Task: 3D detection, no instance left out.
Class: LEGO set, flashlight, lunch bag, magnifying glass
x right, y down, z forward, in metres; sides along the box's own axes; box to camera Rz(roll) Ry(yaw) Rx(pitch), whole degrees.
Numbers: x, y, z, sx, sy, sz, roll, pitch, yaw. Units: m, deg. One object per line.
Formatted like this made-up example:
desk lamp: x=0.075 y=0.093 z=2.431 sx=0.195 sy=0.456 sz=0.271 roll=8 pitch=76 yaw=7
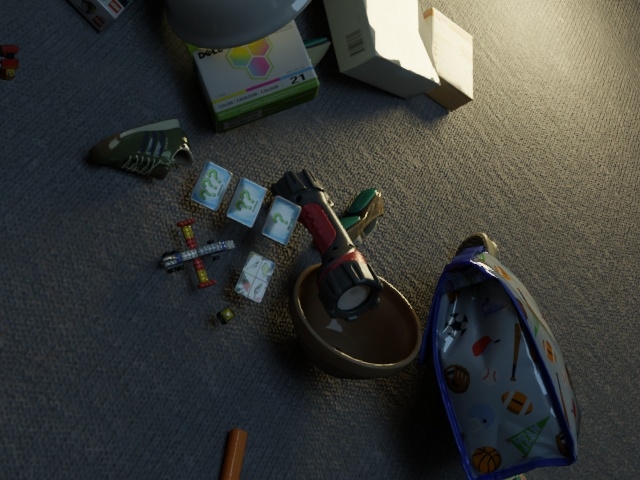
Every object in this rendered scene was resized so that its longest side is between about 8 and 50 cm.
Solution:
LEGO set: x=-0.145 y=0.005 z=1.668 sx=0.183 sy=0.060 sz=0.244 roll=27 pitch=67 yaw=-14
flashlight: x=0.000 y=0.000 z=1.754 sx=0.304 sy=0.103 sz=0.103 roll=58 pitch=4 yaw=39
lunch bag: x=0.311 y=0.206 z=1.883 sx=0.328 sy=0.239 sz=0.385 roll=-17 pitch=90 yaw=-77
magnifying glass: x=-0.141 y=0.393 z=1.551 sx=0.092 sy=0.026 sz=0.230 roll=31 pitch=50 yaw=-31

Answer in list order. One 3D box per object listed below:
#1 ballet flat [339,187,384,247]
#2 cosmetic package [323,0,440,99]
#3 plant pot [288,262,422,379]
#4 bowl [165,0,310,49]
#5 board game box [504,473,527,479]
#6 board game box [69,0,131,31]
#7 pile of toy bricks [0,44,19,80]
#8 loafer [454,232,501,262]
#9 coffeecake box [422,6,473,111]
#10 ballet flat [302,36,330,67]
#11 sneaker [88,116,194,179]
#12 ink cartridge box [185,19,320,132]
ballet flat: x=0.066 y=-0.025 z=1.938 sx=0.206 sy=0.073 sz=0.067 roll=-43 pitch=118 yaw=-44
cosmetic package: x=0.108 y=-0.503 z=2.149 sx=0.284 sy=0.098 sz=0.377 roll=7 pitch=67 yaw=-55
plant pot: x=0.044 y=0.157 z=1.761 sx=0.237 sy=0.109 sz=0.237 roll=19 pitch=36 yaw=-15
bowl: x=-0.152 y=-0.473 z=1.734 sx=0.134 sy=0.298 sz=0.297 roll=57 pitch=33 yaw=-52
board game box: x=0.346 y=0.549 z=1.961 sx=0.212 sy=0.039 sz=0.160 roll=-15 pitch=83 yaw=-47
board game box: x=-0.413 y=-0.510 z=1.695 sx=0.305 sy=0.053 sz=0.193 roll=45 pitch=44 yaw=-20
pile of toy bricks: x=-0.514 y=-0.219 z=1.427 sx=0.212 sy=0.118 sz=0.105 roll=-18 pitch=116 yaw=-57
loafer: x=0.336 y=0.118 z=2.124 sx=0.092 sy=0.102 sz=0.268 roll=11 pitch=73 yaw=-44
coffeecake box: x=0.273 y=-0.407 z=2.333 sx=0.142 sy=0.068 sz=0.185 roll=27 pitch=53 yaw=-34
ballet flat: x=-0.069 y=-0.332 z=1.953 sx=0.248 sy=0.086 sz=0.086 roll=-20 pitch=85 yaw=-47
sneaker: x=-0.272 y=-0.135 z=1.644 sx=0.192 sy=0.064 sz=0.086 roll=-27 pitch=86 yaw=-52
ink cartridge box: x=-0.136 y=-0.340 z=1.795 sx=0.189 sy=0.097 sz=0.255 roll=-21 pitch=85 yaw=-7
